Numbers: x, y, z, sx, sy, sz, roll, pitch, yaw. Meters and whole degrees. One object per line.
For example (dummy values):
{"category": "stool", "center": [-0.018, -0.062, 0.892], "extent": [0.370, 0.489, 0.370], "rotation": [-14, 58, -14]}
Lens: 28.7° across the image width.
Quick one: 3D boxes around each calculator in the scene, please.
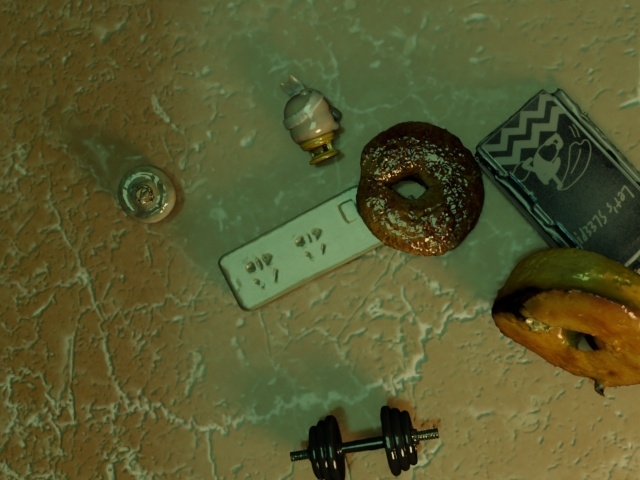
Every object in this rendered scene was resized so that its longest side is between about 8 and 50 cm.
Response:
{"category": "calculator", "center": [0.351, -0.070, 1.710], "extent": [0.165, 0.028, 0.274], "rotation": [-40, 85, -14]}

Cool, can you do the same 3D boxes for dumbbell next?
{"category": "dumbbell", "center": [0.060, 0.282, 1.729], "extent": [0.208, 0.099, 0.099], "rotation": [-10, 89, 8]}

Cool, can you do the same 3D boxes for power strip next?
{"category": "power strip", "center": [0.000, 0.000, 1.762], "extent": [0.288, 0.053, 0.093], "rotation": [-28, 87, 7]}

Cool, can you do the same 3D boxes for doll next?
{"category": "doll", "center": [-0.009, -0.176, 1.761], "extent": [0.084, 0.073, 0.127], "rotation": [-23, 91, -26]}

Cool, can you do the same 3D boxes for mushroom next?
{"category": "mushroom", "center": [-0.250, -0.065, 1.781], "extent": [0.085, 0.079, 0.085], "rotation": [0, 93, 9]}

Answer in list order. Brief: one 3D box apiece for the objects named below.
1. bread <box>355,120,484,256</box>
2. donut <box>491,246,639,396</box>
{"category": "bread", "center": [0.138, -0.072, 1.715], "extent": [0.193, 0.064, 0.193], "rotation": [1, 80, -9]}
{"category": "donut", "center": [0.346, 0.105, 1.623], "extent": [0.253, 0.253, 0.118], "rotation": [27, 72, 7]}
